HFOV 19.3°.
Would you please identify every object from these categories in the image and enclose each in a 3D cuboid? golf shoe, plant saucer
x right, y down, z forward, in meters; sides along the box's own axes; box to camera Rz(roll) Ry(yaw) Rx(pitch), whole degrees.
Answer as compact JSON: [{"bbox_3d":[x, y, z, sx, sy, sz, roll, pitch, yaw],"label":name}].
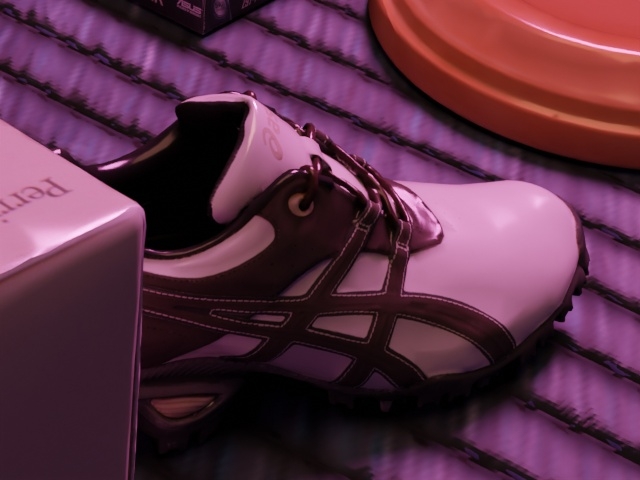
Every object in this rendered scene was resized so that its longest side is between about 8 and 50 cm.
[{"bbox_3d":[0.000,0.000,0.547,0.198,0.094,0.077,-13,40,-28],"label":"golf shoe"},{"bbox_3d":[0.120,-0.097,0.744,0.200,0.037,0.200,4,36,-3],"label":"plant saucer"}]

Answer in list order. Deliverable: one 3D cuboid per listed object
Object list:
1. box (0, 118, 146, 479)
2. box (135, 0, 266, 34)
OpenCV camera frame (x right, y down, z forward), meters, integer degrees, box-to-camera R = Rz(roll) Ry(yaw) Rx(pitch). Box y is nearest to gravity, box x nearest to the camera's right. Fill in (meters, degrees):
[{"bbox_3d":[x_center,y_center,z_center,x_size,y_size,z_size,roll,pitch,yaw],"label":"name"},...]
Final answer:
[{"bbox_3d":[-0.203,-0.002,0.491,0.311,0.121,0.148,29,41,28],"label":"box"},{"bbox_3d":[-0.045,-0.116,0.758,0.067,0.018,0.083,29,41,28],"label":"box"}]
